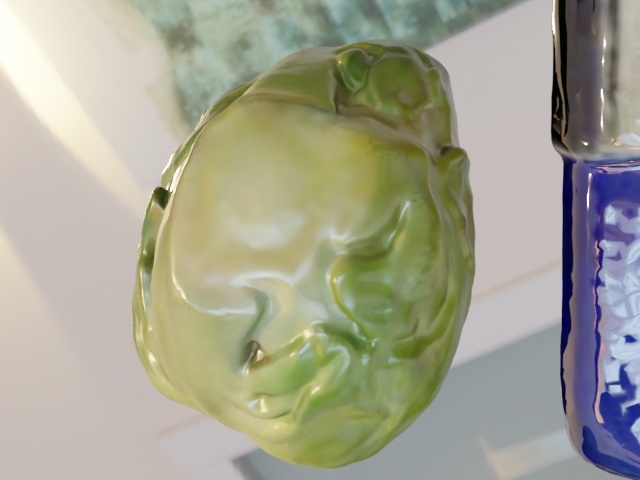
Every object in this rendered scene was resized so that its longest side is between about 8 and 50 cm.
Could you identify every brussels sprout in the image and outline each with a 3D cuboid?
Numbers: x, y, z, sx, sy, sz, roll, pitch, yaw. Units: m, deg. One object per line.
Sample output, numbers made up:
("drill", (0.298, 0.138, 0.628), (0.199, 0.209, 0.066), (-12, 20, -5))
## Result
("brussels sprout", (0.000, 0.000, 0.702), (0.161, 0.223, 0.223), (26, -158, -1))

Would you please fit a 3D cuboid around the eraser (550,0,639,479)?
("eraser", (0.152, -0.089, 0.442), (0.101, 0.155, 0.332), (-26, -63, -62))
